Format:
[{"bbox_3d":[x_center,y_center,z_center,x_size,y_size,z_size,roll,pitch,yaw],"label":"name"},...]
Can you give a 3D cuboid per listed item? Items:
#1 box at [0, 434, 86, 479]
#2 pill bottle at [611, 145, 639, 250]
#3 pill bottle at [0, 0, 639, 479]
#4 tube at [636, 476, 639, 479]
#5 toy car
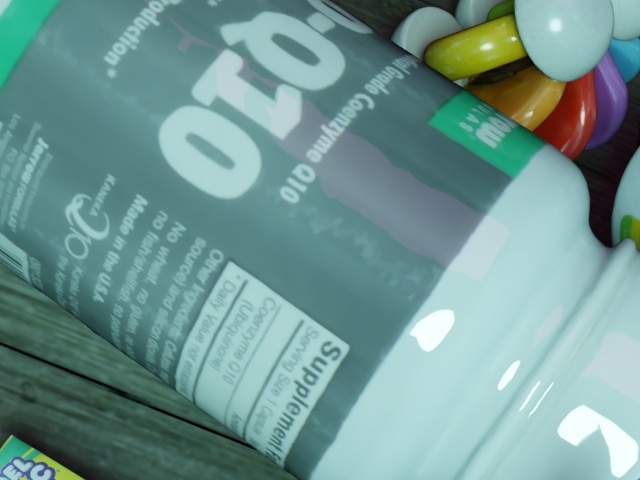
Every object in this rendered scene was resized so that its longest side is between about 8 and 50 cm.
[{"bbox_3d":[-0.111,0.162,0.578,0.179,0.043,0.105,29,46,5],"label":"box"},{"bbox_3d":[0.262,0.015,0.648,0.136,0.136,0.245,3,15,-21],"label":"pill bottle"},{"bbox_3d":[0.000,0.000,0.653,0.361,0.204,0.204,34,47,8],"label":"pill bottle"},{"bbox_3d":[0.075,0.179,0.503,0.062,0.240,0.070,-13,56,-28],"label":"tube"},{"bbox_3d":[0.149,-0.116,0.877,0.182,0.159,0.136,-35,104,-40],"label":"toy car"}]
